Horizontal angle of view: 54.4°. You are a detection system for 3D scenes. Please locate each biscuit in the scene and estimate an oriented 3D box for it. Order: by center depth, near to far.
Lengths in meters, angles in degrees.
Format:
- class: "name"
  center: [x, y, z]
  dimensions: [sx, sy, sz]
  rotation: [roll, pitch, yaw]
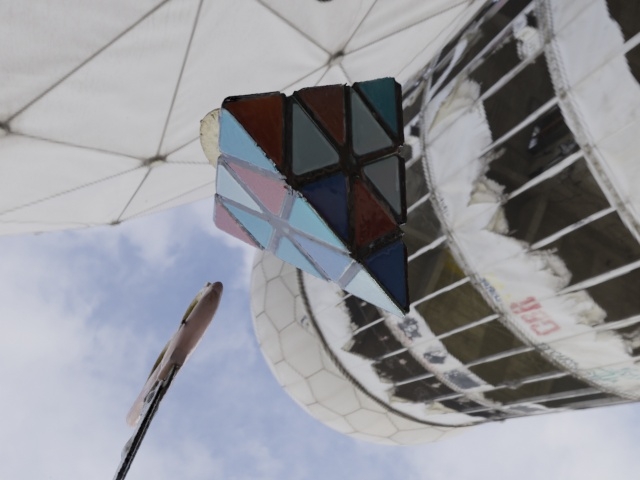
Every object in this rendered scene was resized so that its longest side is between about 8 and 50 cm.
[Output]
- class: "biscuit"
  center: [-0.142, -0.159, 1.059]
  dimensions: [0.152, 0.152, 0.020]
  rotation: [42, -137, -4]

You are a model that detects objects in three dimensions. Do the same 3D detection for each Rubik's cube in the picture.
- class: "Rubik's cube"
  center: [0.000, 0.000, 0.664]
  dimensions: [0.234, 0.250, 0.284]
  rotation: [54, -145, 9]

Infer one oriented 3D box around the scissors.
- class: "scissors"
  center: [-0.134, 0.119, 0.522]
  dimensions: [0.024, 0.317, 0.160]
  rotation: [32, -81, -9]
